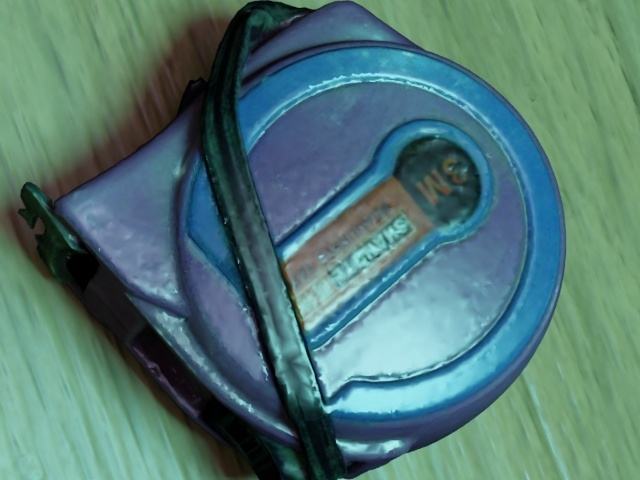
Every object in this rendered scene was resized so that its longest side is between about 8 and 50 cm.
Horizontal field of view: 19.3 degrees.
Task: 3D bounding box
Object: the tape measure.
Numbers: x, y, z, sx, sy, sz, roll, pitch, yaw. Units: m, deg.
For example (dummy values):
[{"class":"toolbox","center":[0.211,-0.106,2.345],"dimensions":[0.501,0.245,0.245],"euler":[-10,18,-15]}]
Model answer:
[{"class":"tape measure","center":[0.000,0.000,0.990],"dimensions":[0.231,0.149,0.245],"euler":[-39,87,-21]}]
